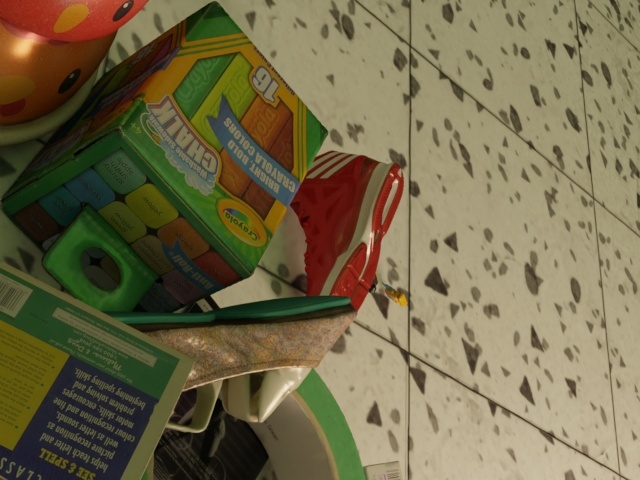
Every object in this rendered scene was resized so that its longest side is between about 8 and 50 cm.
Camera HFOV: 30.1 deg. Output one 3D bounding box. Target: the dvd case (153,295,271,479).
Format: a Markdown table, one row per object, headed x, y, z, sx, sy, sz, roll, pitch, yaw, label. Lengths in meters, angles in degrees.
| x | y | z | sx | sy | sz | roll | pitch | yaw | label |
| --- | --- | --- | --- | --- | --- | --- | --- | --- | --- |
| -0.116 | 0.173 | 1.145 | 0.164 | 0.018 | 0.221 | 53 | 39 | -15 | dvd case |

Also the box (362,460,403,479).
| x | y | z | sx | sy | sz | roll | pitch | yaw | label |
| --- | --- | --- | --- | --- | --- | --- | --- | --- | --- |
| 0.079 | 0.392 | 1.226 | 0.067 | 0.063 | 0.324 | 3 | 68 | -49 | box |

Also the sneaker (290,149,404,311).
| x | y | z | sx | sy | sz | roll | pitch | yaw | label |
| --- | --- | --- | --- | --- | --- | --- | --- | --- | --- |
| 0.000 | 0.000 | 1.353 | 0.221 | 0.128 | 0.087 | -64 | 154 | -14 | sneaker |

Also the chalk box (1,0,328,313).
| x | y | z | sx | sy | sz | roll | pitch | yaw | label |
| --- | --- | --- | --- | --- | --- | --- | --- | --- | --- |
| -0.149 | -0.049 | 1.093 | 0.180 | 0.179 | 0.289 | 48 | 39 | -22 | chalk box |

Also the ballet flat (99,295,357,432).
| x | y | z | sx | sy | sz | roll | pitch | yaw | label |
| --- | --- | --- | --- | --- | --- | --- | --- | --- | --- |
| -0.089 | 0.105 | 1.010 | 0.316 | 0.107 | 0.106 | -2 | 91 | -45 | ballet flat |

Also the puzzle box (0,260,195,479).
| x | y | z | sx | sy | sz | roll | pitch | yaw | label |
| --- | --- | --- | --- | --- | --- | --- | --- | --- | --- |
| -0.308 | 0.093 | 0.751 | 0.409 | 0.052 | 0.272 | 27 | 41 | -4 | puzzle box |

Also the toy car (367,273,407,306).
| x | y | z | sx | sy | sz | roll | pitch | yaw | label |
| --- | --- | --- | --- | --- | --- | --- | --- | --- | --- |
| 0.053 | 0.065 | 1.420 | 0.040 | 0.060 | 0.122 | 35 | -2 | 34 | toy car |

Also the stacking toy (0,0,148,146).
| x | y | z | sx | sy | sz | roll | pitch | yaw | label |
| --- | --- | --- | --- | --- | --- | --- | --- | --- | --- |
| -0.192 | -0.311 | 0.932 | 0.350 | 0.480 | 0.351 | 28 | 50 | -39 | stacking toy |

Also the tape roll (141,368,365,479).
| x | y | z | sx | sy | sz | roll | pitch | yaw | label |
| --- | --- | --- | --- | --- | --- | --- | --- | --- | --- |
| -0.087 | 0.228 | 1.070 | 0.321 | 0.077 | 0.321 | 26 | 52 | -39 | tape roll |
